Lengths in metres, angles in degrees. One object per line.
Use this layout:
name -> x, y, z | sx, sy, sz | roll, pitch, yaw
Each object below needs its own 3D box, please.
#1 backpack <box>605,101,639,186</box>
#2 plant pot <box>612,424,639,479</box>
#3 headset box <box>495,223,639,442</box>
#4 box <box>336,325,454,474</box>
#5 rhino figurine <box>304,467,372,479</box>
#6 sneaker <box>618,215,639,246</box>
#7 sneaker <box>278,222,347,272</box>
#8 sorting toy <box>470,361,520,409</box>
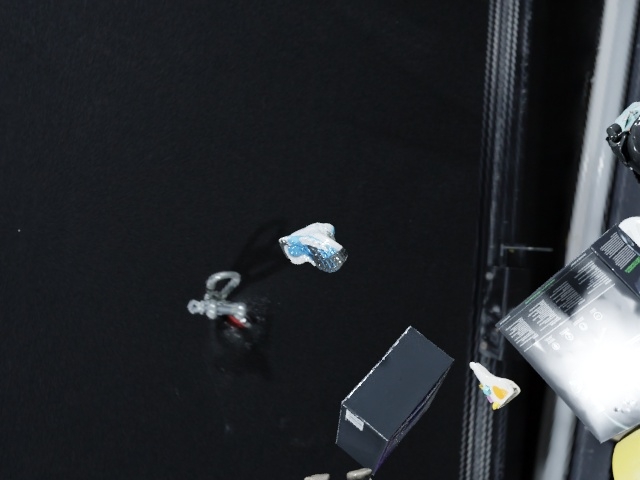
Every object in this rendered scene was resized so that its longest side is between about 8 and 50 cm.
backpack -> 0.451, -0.126, 0.827 | 0.115, 0.182, 0.152 | -41, -88, 19
plant pot -> 0.618, 0.345, 0.937 | 0.254, 0.239, 0.253 | 15, -137, -14
headset box -> 0.489, 0.164, 1.055 | 0.131, 0.246, 0.283 | -25, -112, -43
box -> 0.127, 0.295, 1.138 | 0.103, 0.261, 0.184 | 35, -115, 19
rhino figurine -> 0.022, 0.271, 0.588 | 0.073, 0.243, 0.106 | -9, -104, 13
sneaker -> 0.642, 0.118, 1.319 | 0.258, 0.169, 0.447 | 19, -121, -24
sneaker -> 0.000, 0.000, 1.099 | 0.083, 0.191, 0.071 | -38, -67, -20
sorting toy -> 0.260, 0.215, 0.968 | 0.045, 0.075, 0.083 | -45, -26, 8
